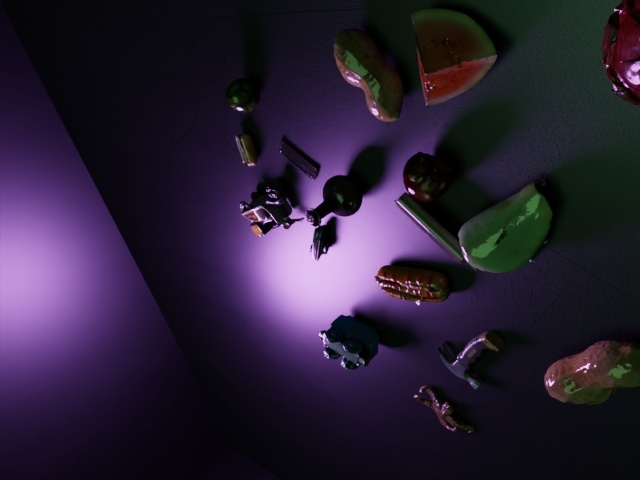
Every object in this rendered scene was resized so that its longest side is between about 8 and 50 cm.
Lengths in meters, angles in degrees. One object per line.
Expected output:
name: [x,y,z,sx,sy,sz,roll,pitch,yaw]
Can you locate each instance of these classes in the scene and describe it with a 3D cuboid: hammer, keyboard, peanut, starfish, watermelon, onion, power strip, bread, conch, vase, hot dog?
hammer: [0.426,0.319,1.497,0.158,0.041,0.227,41,144,13]
keyboard: [-0.067,-0.241,1.592,0.155,0.010,0.053,42,143,15]
peanut: [0.623,0.301,1.194,0.125,0.111,0.274,44,145,4]
starfish: [0.405,0.554,1.741,0.209,0.053,0.150,32,153,20]
peanut: [0.112,-0.370,1.201,0.229,0.098,0.103,54,-173,-1]
watermelon: [0.249,-0.354,1.067,0.193,0.137,0.145,37,178,20]
onion: [0.244,-0.144,1.234,0.117,0.118,0.119,51,153,44]
power strip: [0.290,-0.019,1.326,0.268,0.034,0.092,45,-178,11]
bread: [-0.232,-0.290,1.707,0.072,0.053,0.106,33,145,64]
conch: [0.416,-0.013,1.170,0.250,0.137,0.144,-31,68,37]
watermelon: [-0.226,-0.420,1.542,0.109,0.109,0.109,30,140,29]
vase: [0.032,-0.101,1.452,0.120,0.183,0.120,31,141,29]
hot dog: [0.248,0.127,1.504,0.250,0.076,0.104,6,125,44]

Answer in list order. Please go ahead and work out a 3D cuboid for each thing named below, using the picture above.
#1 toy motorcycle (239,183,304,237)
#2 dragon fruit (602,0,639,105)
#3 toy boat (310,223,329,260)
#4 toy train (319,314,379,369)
toy motorcycle: [-0.170,-0.099,1.775,0.157,0.091,0.263,53,148,-15]
dragon fruit: [0.508,-0.293,0.685,0.244,0.244,0.299,51,143,2]
toy boat: [0.000,0.000,1.691,0.060,0.055,0.141,17,136,8]
toy train: [0.099,0.339,1.793,0.197,0.154,0.107,26,134,31]
